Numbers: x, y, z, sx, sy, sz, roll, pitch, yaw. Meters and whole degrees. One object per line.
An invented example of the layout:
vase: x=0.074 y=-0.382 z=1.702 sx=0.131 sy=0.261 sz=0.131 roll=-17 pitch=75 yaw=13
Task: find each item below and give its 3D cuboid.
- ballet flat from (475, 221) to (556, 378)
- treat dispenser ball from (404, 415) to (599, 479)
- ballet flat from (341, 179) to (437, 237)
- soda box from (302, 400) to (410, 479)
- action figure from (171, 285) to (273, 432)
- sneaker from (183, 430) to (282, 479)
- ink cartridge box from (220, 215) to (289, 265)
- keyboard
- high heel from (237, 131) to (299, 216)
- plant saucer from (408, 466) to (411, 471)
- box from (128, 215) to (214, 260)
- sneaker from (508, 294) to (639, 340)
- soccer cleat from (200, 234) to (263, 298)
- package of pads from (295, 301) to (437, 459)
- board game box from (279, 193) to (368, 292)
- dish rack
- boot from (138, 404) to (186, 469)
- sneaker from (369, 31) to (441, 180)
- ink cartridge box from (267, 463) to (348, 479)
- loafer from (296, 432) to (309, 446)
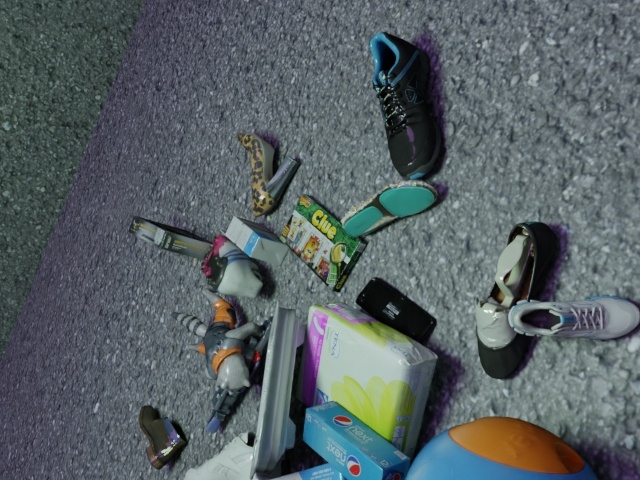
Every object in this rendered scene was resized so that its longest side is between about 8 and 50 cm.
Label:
ballet flat: x=0.314 y=0.096 z=1.055 sx=0.095 sy=0.096 sz=0.280 roll=16 pitch=88 yaw=50
treat dispenser ball: x=0.254 y=0.394 z=0.863 sx=0.288 sy=0.288 sz=0.288 roll=-20 pitch=62 yaw=42
ballet flat: x=0.144 y=-0.083 z=1.324 sx=0.241 sy=0.091 sz=0.077 roll=-23 pitch=29 yaw=35
soda box: x=0.058 y=0.370 z=1.103 sx=0.210 sy=0.067 sz=0.071 roll=25 pitch=114 yaw=48
action figure: x=-0.268 y=0.298 z=1.556 sx=0.330 sy=0.179 sz=0.341 roll=32 pitch=97 yaw=58
sneaker: x=-0.197 y=0.532 z=1.455 sx=0.305 sy=0.114 sz=0.152 roll=-17 pitch=52 yaw=37
ink cartridge box: x=-0.174 y=-0.007 z=1.614 sx=0.180 sy=0.104 sz=0.060 roll=36 pitch=103 yaw=47
keyboard: x=0.147 y=0.158 z=1.269 sx=0.100 sy=0.038 sz=0.192 roll=-49 pitch=44 yaw=-3
high heel: x=-0.189 y=-0.188 z=1.701 sx=0.261 sy=0.093 sz=0.186 roll=37 pitch=97 yaw=38
plant saucer: x=0.183 y=0.485 z=1.069 sx=0.188 sy=0.045 sz=0.188 roll=-31 pitch=66 yaw=35
box: x=-0.436 y=-0.005 z=1.838 sx=0.231 sy=0.183 sz=0.056 roll=20 pitch=92 yaw=49
sneaker: x=0.384 y=0.122 z=0.940 sx=0.191 sy=0.083 sz=0.071 roll=-6 pitch=84 yaw=17
soccer cleat: x=-0.234 y=0.079 z=1.654 sx=0.116 sy=0.143 sz=0.331 roll=-64 pitch=18 yaw=8
package of pads: x=0.080 y=0.264 z=1.208 sx=0.297 sy=0.101 sz=0.229 roll=26 pitch=111 yaw=48
board game box: x=0.000 y=0.000 z=1.482 sx=0.260 sy=0.030 sz=0.136 roll=41 pitch=104 yaw=47
dish rack: x=-0.088 y=0.317 z=1.291 sx=0.285 sy=0.073 sz=0.332 roll=106 pitch=171 yaw=-61
boot: x=-0.440 y=0.527 z=1.745 sx=0.106 sy=0.082 sz=0.219 roll=-39 pitch=42 yaw=3
sneaker: x=0.164 y=-0.288 z=1.328 sx=0.125 sy=0.140 sz=0.340 roll=-24 pitch=60 yaw=38
ink cartridge box: x=0.023 y=0.590 z=1.158 sx=0.223 sy=0.129 sz=0.307 roll=-30 pitch=55 yaw=36
loafer: x=-0.002 y=0.419 z=1.317 sx=0.125 sy=0.045 sz=0.039 roll=-36 pitch=58 yaw=29
